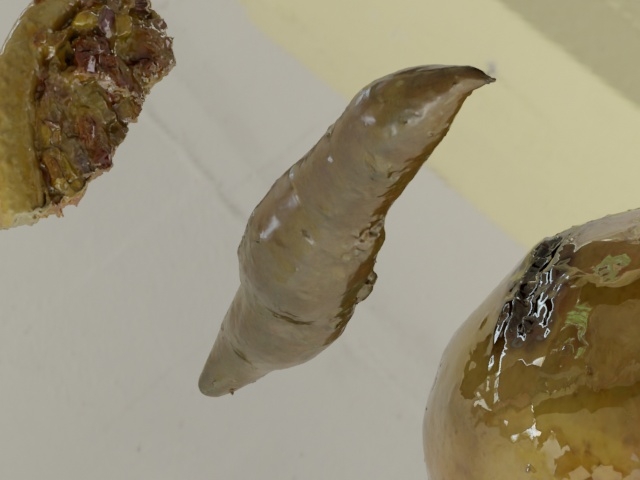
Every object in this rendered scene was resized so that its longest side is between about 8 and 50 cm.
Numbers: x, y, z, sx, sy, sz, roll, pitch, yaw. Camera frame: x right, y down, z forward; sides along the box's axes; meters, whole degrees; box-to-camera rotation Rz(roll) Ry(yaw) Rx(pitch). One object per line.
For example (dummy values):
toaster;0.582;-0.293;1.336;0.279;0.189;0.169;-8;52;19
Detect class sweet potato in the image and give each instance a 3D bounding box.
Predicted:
sweet potato;0.000;0.000;0.703;0.067;0.274;0.067;12;-125;-18

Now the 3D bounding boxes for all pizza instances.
pizza;-0.165;-0.110;1.093;0.127;0.058;0.246;56;-133;-23

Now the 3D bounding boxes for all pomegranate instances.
pomegranate;0.216;0.124;0.911;0.322;0.322;0.322;6;-127;-7
